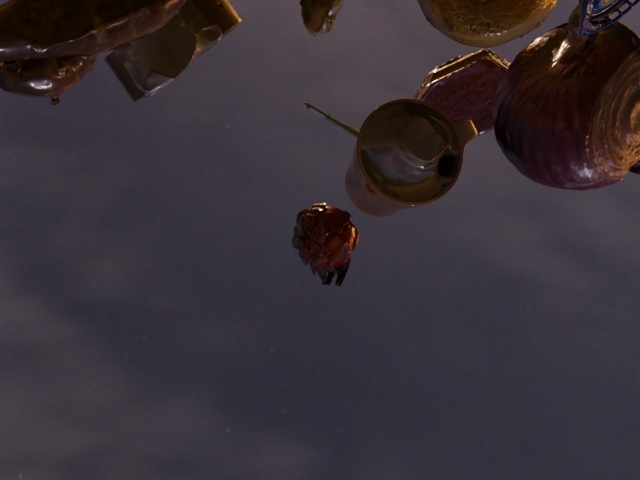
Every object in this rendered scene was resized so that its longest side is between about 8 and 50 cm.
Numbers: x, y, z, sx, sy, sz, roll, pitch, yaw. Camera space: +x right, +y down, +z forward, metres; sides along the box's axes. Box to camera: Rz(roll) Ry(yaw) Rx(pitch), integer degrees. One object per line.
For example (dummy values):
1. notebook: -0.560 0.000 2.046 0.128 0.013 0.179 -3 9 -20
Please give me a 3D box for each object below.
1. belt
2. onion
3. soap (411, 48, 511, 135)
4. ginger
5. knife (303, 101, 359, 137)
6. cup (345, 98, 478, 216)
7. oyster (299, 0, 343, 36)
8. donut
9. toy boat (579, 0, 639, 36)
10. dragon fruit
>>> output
1. belt: -0.302 -0.413 2.089 0.122 0.217 0.339 53 -132 -12
2. onion: 0.372 -0.197 1.515 0.230 0.256 0.272 -37 -80 -5
3. soap: 0.345 -0.340 2.381 0.182 0.289 0.112 60 -160 -21
4. ginger: -0.425 -0.385 1.781 0.418 0.254 0.176 -33 -98 -23
5. knife: 0.030 -0.243 2.046 0.207 0.014 0.030 36 176 40
6. cup: 0.151 -0.138 1.756 0.226 0.264 0.182 -22 -95 -13
7. oyster: -0.013 -0.439 1.332 0.110 0.166 0.341 -2 -126 -29
8. donut: 0.291 -0.465 1.709 0.277 0.277 0.108 24 -166 0
9. toy boat: 0.360 -0.301 1.140 0.091 0.175 0.110 26 -162 -38
10. dragon fruit: 0.007 0.001 1.804 0.121 0.142 0.130 15 -115 10
